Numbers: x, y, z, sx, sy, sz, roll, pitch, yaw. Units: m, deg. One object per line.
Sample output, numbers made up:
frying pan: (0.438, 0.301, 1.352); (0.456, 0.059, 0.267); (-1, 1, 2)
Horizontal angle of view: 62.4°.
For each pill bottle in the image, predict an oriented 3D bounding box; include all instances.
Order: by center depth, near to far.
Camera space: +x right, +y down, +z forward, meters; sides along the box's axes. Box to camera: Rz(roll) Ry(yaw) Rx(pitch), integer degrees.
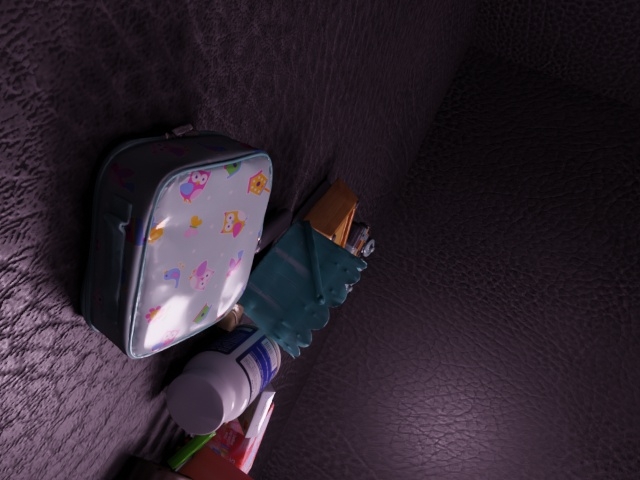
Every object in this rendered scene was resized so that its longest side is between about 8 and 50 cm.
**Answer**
pill bottle: (-0.198, 0.286, 1.116); (0.153, 0.153, 0.265); (-68, 168, 16)

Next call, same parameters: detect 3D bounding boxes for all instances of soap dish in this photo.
soap dish: (0.000, 0.000, 1.481); (0.229, 0.118, 0.290); (-53, 163, -44)

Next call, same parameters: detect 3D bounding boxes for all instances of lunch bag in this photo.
lunch bag: (-0.179, -0.003, 0.657); (0.224, 0.108, 0.279); (-22, 137, -53)

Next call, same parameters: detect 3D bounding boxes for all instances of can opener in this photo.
can opener: (-0.127, -0.020, 0.973); (0.280, 0.074, 0.093); (-41, 153, -64)

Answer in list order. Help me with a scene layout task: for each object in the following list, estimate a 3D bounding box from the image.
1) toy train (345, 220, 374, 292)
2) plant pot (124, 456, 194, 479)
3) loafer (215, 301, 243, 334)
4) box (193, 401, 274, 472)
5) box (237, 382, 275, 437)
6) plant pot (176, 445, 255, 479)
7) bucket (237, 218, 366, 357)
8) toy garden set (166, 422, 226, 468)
toy train: (0.084, 0.069, 2.004); (0.333, 0.142, 0.190); (-61, 155, -2)
plant pot: (-0.337, 0.525, 1.026); (0.167, 0.167, 0.165); (92, 18, -63)
loafer: (-0.194, 0.160, 1.107); (0.148, 0.056, 0.050); (95, 18, -61)
box: (-0.256, 0.574, 1.499); (0.154, 0.142, 0.299); (-46, 158, -58)
box: (-0.188, 0.388, 1.372); (0.186, 0.038, 0.145); (46, -60, 54)
plant pot: (-0.264, 0.651, 1.263); (0.275, 0.243, 0.275); (-45, 170, -11)
bucket: (-0.048, 0.098, 1.166); (0.281, 0.183, 0.281); (-52, 180, 0)
toy garden set: (-0.259, 0.424, 1.207); (0.204, 0.049, 0.244); (-39, 170, -22)
